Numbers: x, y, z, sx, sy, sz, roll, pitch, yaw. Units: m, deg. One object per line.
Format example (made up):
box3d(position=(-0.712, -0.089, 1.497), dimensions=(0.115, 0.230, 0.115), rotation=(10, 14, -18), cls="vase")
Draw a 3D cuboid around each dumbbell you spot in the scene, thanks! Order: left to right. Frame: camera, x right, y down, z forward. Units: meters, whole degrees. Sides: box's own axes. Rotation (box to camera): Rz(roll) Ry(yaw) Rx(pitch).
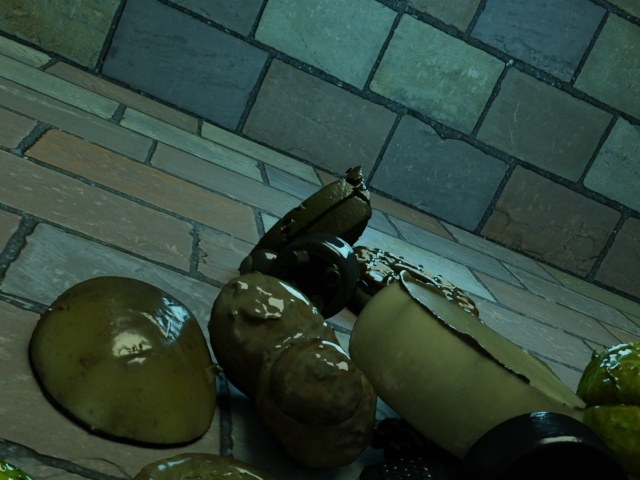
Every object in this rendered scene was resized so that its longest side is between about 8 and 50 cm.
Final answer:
box3d(position=(0.279, 0.341, 0.843), dimensions=(0.204, 0.203, 0.322), rotation=(21, 13, -16), cls="dumbbell")

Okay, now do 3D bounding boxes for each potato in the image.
box3d(position=(-0.221, 0.124, 0.998), dimensions=(0.239, 0.116, 0.299), rotation=(23, 14, -26), cls="potato")

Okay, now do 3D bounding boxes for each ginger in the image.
box3d(position=(-0.022, 0.170, 1.015), dimensions=(0.304, 0.155, 0.244), rotation=(33, -26, 60), cls="ginger")

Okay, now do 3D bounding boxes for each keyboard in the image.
box3d(position=(0.113, 0.318, 0.906), dimensions=(0.106, 0.016, 0.262), rotation=(-21, 21, -3), cls="keyboard")

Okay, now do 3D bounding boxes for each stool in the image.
box3d(position=(-0.036, 0.076, 1.474), dimensions=(0.228, 0.153, 0.139), rotation=(-16, 6, 18), cls="stool")

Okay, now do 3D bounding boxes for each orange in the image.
box3d(position=(0.480, 0.302, 1.190), dimensions=(0.223, 0.300, 0.301), rotation=(9, -26, 21), cls="orange")

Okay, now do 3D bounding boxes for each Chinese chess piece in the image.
box3d(position=(0.201, 0.188, 1.132), dimensions=(0.338, 0.140, 0.338), rotation=(34, 8, -6), cls="Chinese chess piece")

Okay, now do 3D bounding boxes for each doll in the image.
box3d(position=(0.146, 0.280, 1.136), dimensions=(0.091, 0.067, 0.219), rotation=(31, 15, 38), cls="doll")

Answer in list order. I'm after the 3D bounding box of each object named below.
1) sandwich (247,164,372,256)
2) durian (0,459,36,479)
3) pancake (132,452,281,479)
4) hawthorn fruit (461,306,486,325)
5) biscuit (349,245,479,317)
box3d(position=(-0.009, 0.002, 1.633), dimensions=(0.109, 0.292, 0.212), rotation=(50, -18, 21), cls="sandwich")
box3d(position=(-0.265, 0.220, 0.572), dimensions=(0.250, 0.101, 0.139), rotation=(20, 49, -21), cls="durian")
box3d(position=(-0.068, 0.276, 0.792), dimensions=(0.250, 0.031, 0.250), rotation=(22, 8, -3), cls="pancake")
box3d(position=(0.216, 0.198, 1.389), dimensions=(0.173, 0.173, 0.173), rotation=(24, 13, -6), cls="hawthorn fruit")
box3d(position=(0.183, 0.117, 1.750), dimensions=(0.332, 0.103, 0.332), rotation=(24, 14, -6), cls="biscuit")
